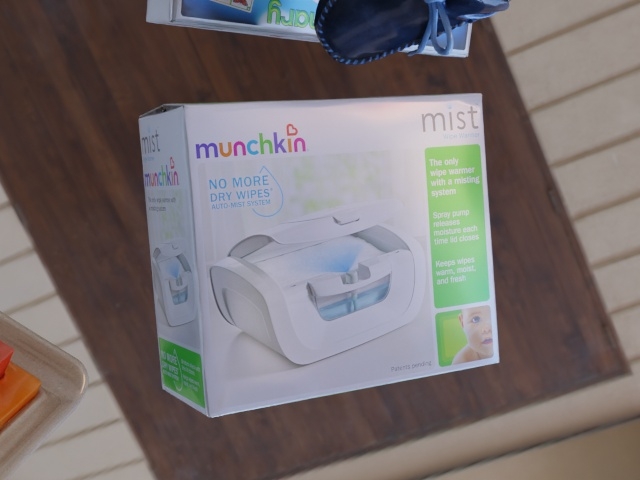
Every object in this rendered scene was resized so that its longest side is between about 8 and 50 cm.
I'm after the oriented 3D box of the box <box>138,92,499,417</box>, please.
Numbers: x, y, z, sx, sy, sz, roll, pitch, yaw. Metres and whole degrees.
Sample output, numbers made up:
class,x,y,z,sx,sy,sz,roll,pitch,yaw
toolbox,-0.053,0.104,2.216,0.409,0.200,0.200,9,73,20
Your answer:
class,x,y,z,sx,sy,sz,roll,pitch,yaw
box,0.000,0.000,0.802,0.262,0.231,0.127,-5,-175,-26

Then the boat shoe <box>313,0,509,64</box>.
class,x,y,z,sx,sy,sz,roll,pitch,yaw
boat shoe,0.096,-0.198,0.656,0.258,0.109,0.089,-34,-149,29

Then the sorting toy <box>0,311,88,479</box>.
class,x,y,z,sx,sy,sz,roll,pitch,yaw
sorting toy,-0.238,0.073,0.524,0.047,0.348,0.196,-60,178,29

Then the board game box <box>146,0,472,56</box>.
class,x,y,z,sx,sy,sz,roll,pitch,yaw
board game box,0.008,-0.264,0.819,0.305,0.192,0.053,-1,-168,-34
